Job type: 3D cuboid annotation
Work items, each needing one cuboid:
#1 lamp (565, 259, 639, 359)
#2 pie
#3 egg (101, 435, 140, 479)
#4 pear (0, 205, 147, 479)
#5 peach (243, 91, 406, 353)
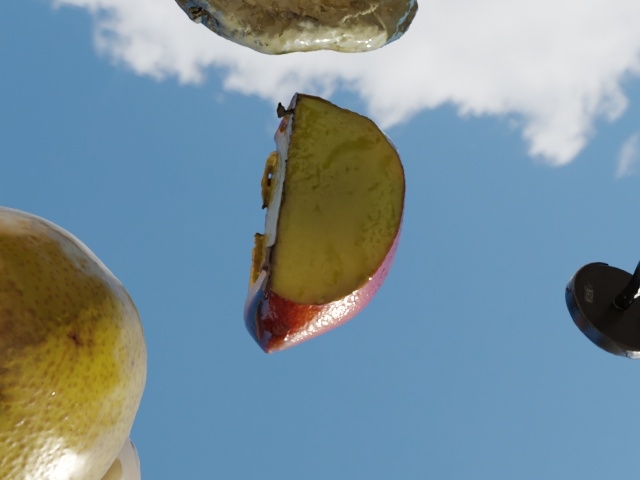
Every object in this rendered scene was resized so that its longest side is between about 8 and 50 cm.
[{"bbox_3d":[0.308,-0.039,1.429,0.109,0.371,0.130,3,-132,0],"label":"lamp"},{"bbox_3d":[-0.051,-0.305,1.435,0.339,0.077,0.339,9,-131,-10],"label":"pie"},{"bbox_3d":[-0.261,0.197,1.173,0.244,0.201,0.201,9,-127,-50],"label":"egg"},{"bbox_3d":[-0.207,0.073,0.876,0.209,0.209,0.208,9,-121,-15],"label":"pear"},{"bbox_3d":[0.007,-0.001,1.586,0.154,0.159,0.267,9,-106,-6],"label":"peach"}]
